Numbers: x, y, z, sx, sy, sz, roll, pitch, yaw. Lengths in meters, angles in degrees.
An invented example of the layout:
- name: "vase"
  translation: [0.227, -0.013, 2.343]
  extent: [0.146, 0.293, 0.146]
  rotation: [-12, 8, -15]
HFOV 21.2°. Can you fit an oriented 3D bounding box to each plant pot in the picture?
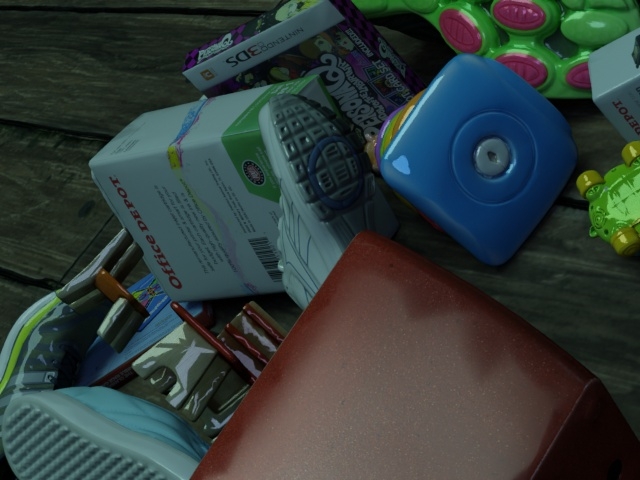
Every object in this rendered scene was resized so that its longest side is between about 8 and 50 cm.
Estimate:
- name: "plant pot"
  translation: [0.106, 0.190, 1.321]
  extent: [0.235, 0.267, 0.267]
  rotation: [15, 63, 42]

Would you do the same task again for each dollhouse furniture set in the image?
- name: "dollhouse furniture set"
  translation: [-0.100, 0.108, 1.667]
  extent: [0.135, 0.262, 0.259]
  rotation: [-47, -9, -7]

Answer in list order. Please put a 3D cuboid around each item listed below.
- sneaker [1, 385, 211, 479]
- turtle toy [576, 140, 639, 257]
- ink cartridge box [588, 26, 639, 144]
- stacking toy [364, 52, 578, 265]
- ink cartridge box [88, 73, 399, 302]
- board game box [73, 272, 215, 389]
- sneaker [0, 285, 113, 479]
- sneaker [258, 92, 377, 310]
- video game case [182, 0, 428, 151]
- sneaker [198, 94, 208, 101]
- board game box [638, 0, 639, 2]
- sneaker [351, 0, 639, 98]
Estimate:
- name: "sneaker"
  translation: [-0.134, 0.224, 1.597]
  extent: [0.366, 0.150, 0.135]
  rotation: [31, 120, 36]
- name: "turtle toy"
  translation: [0.299, -0.038, 1.544]
  extent: [0.130, 0.066, 0.095]
  rotation: [-33, 54, 13]
- name: "ink cartridge box"
  translation: [0.350, -0.147, 1.560]
  extent: [0.175, 0.127, 0.072]
  rotation: [-28, 36, 27]
- name: "stacking toy"
  translation: [0.118, -0.088, 1.781]
  extent: [0.166, 0.175, 0.302]
  rotation: [-54, 17, -9]
- name: "ink cartridge box"
  translation: [-0.086, -0.050, 1.864]
  extent: [0.278, 0.201, 0.117]
  rotation: [-7, 31, 42]
- name: "board game box"
  translation: [-0.242, 0.120, 2.046]
  extent: [0.281, 0.027, 0.145]
  rotation: [-33, 33, 18]
- name: "sneaker"
  translation: [-0.320, 0.185, 1.965]
  extent: [0.121, 0.111, 0.300]
  rotation: [31, 84, 32]
- name: "sneaker"
  translation: [0.000, 0.000, 1.679]
  extent: [0.111, 0.297, 0.129]
  rotation: [-17, -7, -45]
- name: "video game case"
  translation: [-0.001, -0.162, 1.904]
  extent: [0.210, 0.232, 0.042]
  rotation: [-22, 38, 32]
- name: "sneaker"
  translation: [-0.054, -0.206, 2.155]
  extent: [0.225, 0.088, 0.093]
  rotation: [-27, 41, 0]
- name: "board game box"
  translation: [0.369, -0.356, 1.887]
  extent: [0.208, 0.056, 0.347]
  rotation: [-51, 30, -4]
- name: "sneaker"
  translation: [0.178, -0.282, 1.869]
  extent: [0.482, 0.202, 0.185]
  rotation: [29, 116, 41]
